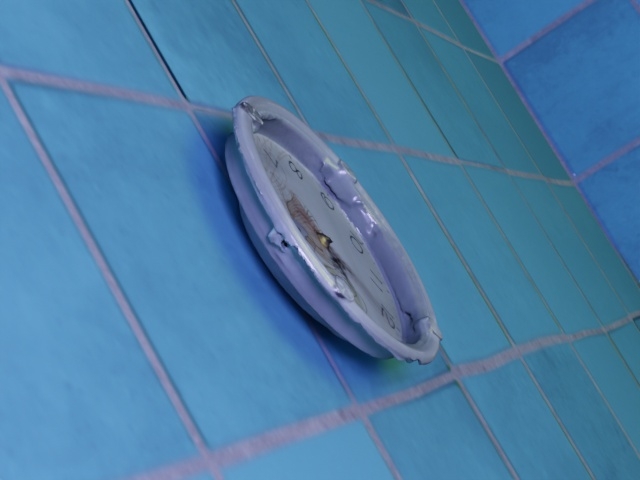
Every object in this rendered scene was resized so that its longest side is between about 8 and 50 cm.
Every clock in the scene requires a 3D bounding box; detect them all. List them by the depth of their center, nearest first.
[{"bbox_3d":[0.000,0.000,1.046,0.236,0.053,0.236,50,16,-20],"label":"clock"}]
